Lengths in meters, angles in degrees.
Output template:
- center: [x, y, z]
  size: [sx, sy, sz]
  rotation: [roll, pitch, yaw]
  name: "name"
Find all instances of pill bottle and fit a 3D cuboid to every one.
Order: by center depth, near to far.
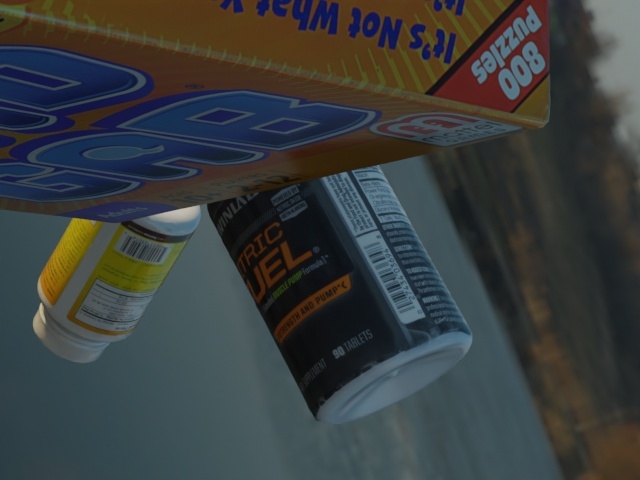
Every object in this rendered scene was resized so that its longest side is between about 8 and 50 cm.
- center: [0.000, 0.000, 1.389]
  size: [0.245, 0.130, 0.130]
  rotation: [62, 3, 18]
  name: "pill bottle"
- center: [-0.222, 0.025, 2.006]
  size: [0.117, 0.215, 0.117]
  rotation: [26, 28, -15]
  name: "pill bottle"

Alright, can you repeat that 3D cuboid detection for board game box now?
- center: [-0.142, -0.222, 0.919]
  size: [0.357, 0.356, 0.356]
  rotation: [7, 78, -40]
  name: "board game box"
